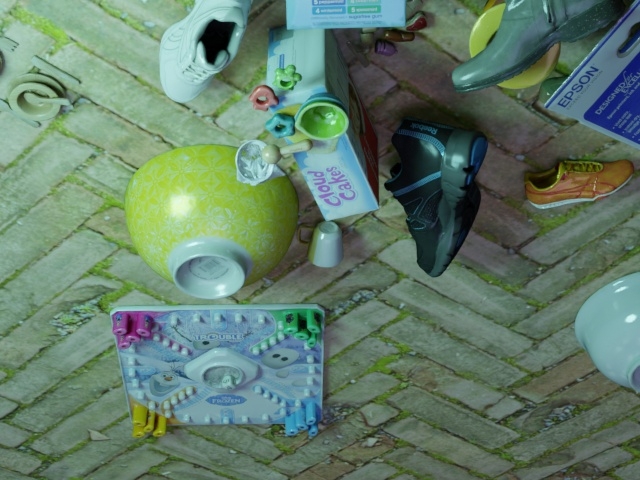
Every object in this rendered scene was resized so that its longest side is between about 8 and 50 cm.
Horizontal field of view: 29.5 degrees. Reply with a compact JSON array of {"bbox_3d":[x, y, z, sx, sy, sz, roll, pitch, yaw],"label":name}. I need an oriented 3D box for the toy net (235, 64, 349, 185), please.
[{"bbox_3d":[-0.063,-0.138,1.649,0.122,0.045,0.232,24,136,-24],"label":"toy net"}]

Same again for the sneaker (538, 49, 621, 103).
[{"bbox_3d":[0.418,-0.242,1.770,0.192,0.064,0.086,0,132,-3],"label":"sneaker"}]

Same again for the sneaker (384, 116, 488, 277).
[{"bbox_3d":[0.178,-0.073,1.937,0.140,0.125,0.340,22,145,15],"label":"sneaker"}]

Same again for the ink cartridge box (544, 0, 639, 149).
[{"bbox_3d":[0.487,-0.254,1.606,0.307,0.072,0.303,19,125,-31],"label":"ink cartridge box"}]

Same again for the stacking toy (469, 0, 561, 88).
[{"bbox_3d":[0.279,-0.391,1.592,0.279,0.130,0.309,45,122,-9],"label":"stacking toy"}]

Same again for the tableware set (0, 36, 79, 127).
[{"bbox_3d":[-0.461,-0.227,1.763,0.194,0.039,0.128,28,131,-30],"label":"tableware set"}]

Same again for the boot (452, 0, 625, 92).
[{"bbox_3d":[0.246,-0.304,1.537,0.247,0.083,0.161,-28,102,22],"label":"boot"}]

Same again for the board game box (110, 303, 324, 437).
[{"bbox_3d":[-0.189,0.261,2.334,0.390,0.050,0.390,0,139,-1],"label":"board game box"}]

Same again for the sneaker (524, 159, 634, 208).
[{"bbox_3d":[0.411,-0.098,1.933,0.175,0.064,0.067,-15,128,11],"label":"sneaker"}]

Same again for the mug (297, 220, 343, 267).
[{"bbox_3d":[0.003,0.002,2.035,0.078,0.062,0.064,-2,132,-9],"label":"mug"}]

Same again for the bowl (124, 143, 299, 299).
[{"bbox_3d":[-0.175,0.000,1.951,0.290,0.156,0.289,-2,139,-1],"label":"bowl"}]

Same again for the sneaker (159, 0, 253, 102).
[{"bbox_3d":[-0.165,-0.262,1.676,0.090,0.115,0.232,16,136,-19],"label":"sneaker"}]

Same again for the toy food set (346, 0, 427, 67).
[{"bbox_3d":[0.100,-0.297,1.723,0.122,0.019,0.078,-28,134,16],"label":"toy food set"}]

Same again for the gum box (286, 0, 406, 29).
[{"bbox_3d":[0.032,-0.366,1.562,0.157,0.041,0.184,-2,119,0],"label":"gum box"}]

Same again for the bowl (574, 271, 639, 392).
[{"bbox_3d":[0.622,0.191,2.223,0.298,0.134,0.297,-1,139,0],"label":"bowl"}]

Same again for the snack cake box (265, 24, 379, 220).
[{"bbox_3d":[0.008,-0.173,1.759,0.089,0.152,0.264,-13,138,14],"label":"snack cake box"}]
